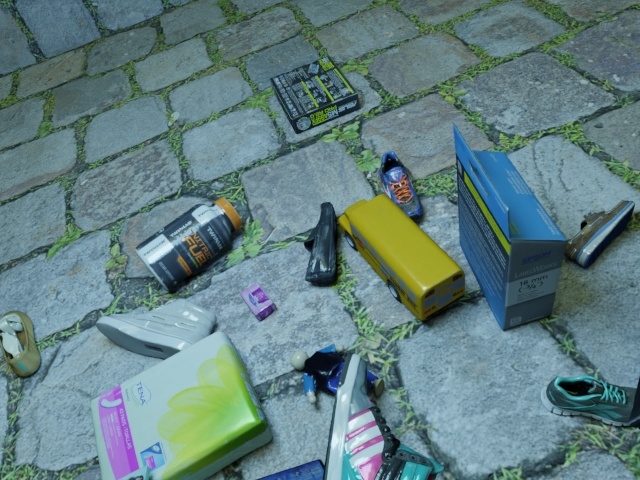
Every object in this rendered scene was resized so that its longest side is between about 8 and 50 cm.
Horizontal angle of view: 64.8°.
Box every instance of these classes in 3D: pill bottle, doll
[{"bbox_3d":[-0.310,-0.002,1.223,0.245,0.130,0.130,-39,50,-17],"label":"pill bottle"},{"bbox_3d":[0.019,0.256,0.952,0.189,0.046,0.129,20,57,30],"label":"doll"}]

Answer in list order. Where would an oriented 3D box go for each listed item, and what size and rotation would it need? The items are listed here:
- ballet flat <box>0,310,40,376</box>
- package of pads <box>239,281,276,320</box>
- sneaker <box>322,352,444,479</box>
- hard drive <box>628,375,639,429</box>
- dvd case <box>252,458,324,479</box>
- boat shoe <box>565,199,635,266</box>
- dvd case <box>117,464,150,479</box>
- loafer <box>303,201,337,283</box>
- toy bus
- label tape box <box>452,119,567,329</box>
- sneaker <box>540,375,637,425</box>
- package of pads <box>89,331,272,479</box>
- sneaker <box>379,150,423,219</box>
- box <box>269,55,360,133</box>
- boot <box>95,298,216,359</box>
[{"bbox_3d":[-0.722,0.223,1.191,0.080,0.073,0.232,-40,50,-18],"label":"ballet flat"},{"bbox_3d":[-0.138,0.133,1.117,0.050,0.032,0.083,-35,49,-12],"label":"package of pads"},{"bbox_3d":[0.101,0.325,0.795,0.178,0.124,0.296,8,52,2],"label":"sneaker"},{"bbox_3d":[0.642,0.239,0.711,0.338,0.064,0.237,25,60,17],"label":"hard drive"},{"bbox_3d":[-0.011,0.452,0.735,0.180,0.022,0.253,1,34,-38],"label":"dvd case"},{"bbox_3d":[0.562,-0.028,1.019,0.183,0.066,0.066,-39,49,-17],"label":"boat shoe"},{"bbox_3d":[-0.325,0.414,0.788,0.119,0.013,0.087,-29,25,5],"label":"dvd case"},{"bbox_3d":[0.000,0.000,1.161,0.078,0.076,0.223,-2,53,5],"label":"loafer"},{"bbox_3d":[0.156,0.016,1.062,0.108,0.130,0.333,-30,48,-10],"label":"toy bus"},{"bbox_3d":[0.333,-0.032,0.911,0.105,0.334,0.241,-16,47,3],"label":"label tape box"},{"bbox_3d":[0.444,0.250,0.804,0.166,0.076,0.065,-1,50,16],"label":"sneaker"},{"bbox_3d":[-0.263,0.330,0.938,0.296,0.101,0.229,-28,49,-8],"label":"package of pads"},{"bbox_3d":[0.183,-0.130,1.212,0.083,0.087,0.221,-20,47,1],"label":"sneaker"},{"bbox_3d":[-0.022,-0.464,1.589,0.216,0.060,0.270,-22,48,-4],"label":"box"},{"bbox_3d":[-0.356,0.184,1.113,0.258,0.095,0.123,13,48,16],"label":"boot"}]
